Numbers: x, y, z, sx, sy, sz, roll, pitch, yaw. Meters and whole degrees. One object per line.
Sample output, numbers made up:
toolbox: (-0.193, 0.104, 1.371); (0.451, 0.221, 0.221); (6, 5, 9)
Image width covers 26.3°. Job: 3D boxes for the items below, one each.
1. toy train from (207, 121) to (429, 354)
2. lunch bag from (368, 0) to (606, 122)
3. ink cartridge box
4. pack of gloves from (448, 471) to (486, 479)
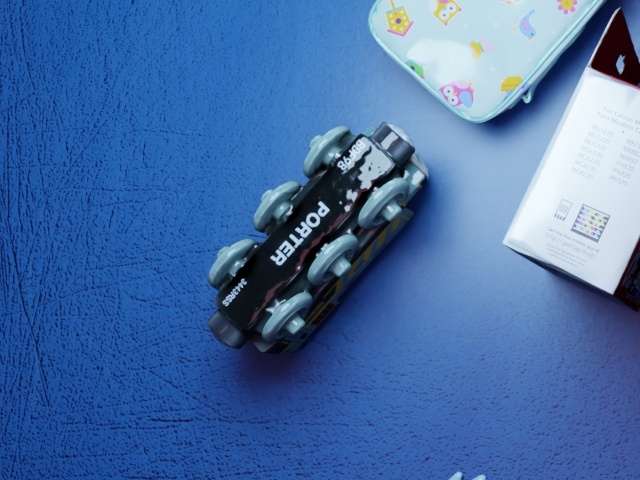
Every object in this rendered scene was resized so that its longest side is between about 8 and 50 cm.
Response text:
toy train: (0.000, 0.000, 1.661); (0.142, 0.190, 0.334); (43, 96, 18)
lunch bag: (0.210, -0.286, 1.646); (0.224, 0.108, 0.279); (42, 108, 0)
ink cartridge box: (0.336, -0.076, 1.499); (0.130, 0.309, 0.272); (26, 93, 18)
pack of gloves: (0.172, 0.409, 1.651); (0.232, 0.046, 0.195); (-46, 62, 5)
